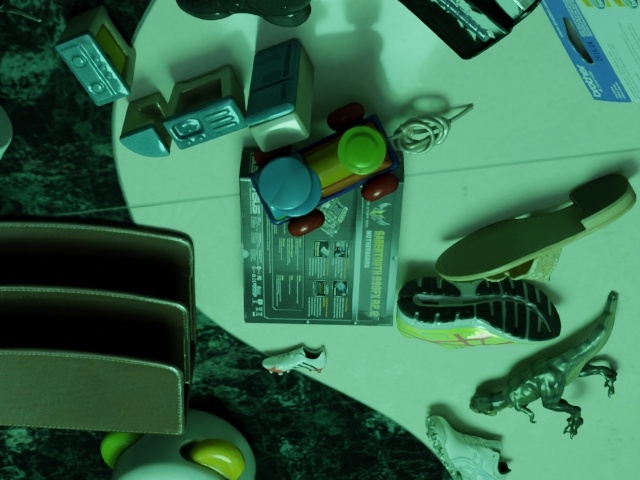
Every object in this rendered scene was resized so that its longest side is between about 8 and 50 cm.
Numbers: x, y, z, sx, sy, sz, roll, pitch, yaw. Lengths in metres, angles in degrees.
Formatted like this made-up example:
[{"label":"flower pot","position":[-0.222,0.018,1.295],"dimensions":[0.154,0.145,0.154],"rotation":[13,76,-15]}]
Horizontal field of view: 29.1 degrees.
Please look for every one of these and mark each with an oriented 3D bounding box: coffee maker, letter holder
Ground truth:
[{"label":"coffee maker","position":[0.101,-0.263,1.153],"dimensions":[0.178,0.120,0.171],"rotation":[36,158,-26]},{"label":"letter holder","position":[-0.305,0.100,1.465],"dimensions":[0.302,0.152,0.214],"rotation":[3,131,-1]}]

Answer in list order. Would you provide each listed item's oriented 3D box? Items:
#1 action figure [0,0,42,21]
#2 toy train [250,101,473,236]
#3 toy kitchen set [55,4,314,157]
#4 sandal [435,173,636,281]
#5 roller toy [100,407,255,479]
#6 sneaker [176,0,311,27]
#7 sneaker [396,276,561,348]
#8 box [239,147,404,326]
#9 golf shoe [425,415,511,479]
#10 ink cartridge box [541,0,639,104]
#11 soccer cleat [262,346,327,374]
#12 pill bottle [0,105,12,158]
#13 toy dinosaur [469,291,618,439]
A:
[{"label":"action figure","position":[-0.420,-0.212,1.196],"dimensions":[0.275,0.141,0.164],"rotation":[-20,125,-15]},{"label":"toy train","position":[0.048,-0.094,1.254],"dimensions":[0.248,0.143,0.105],"rotation":[-26,91,1]},{"label":"toy kitchen set","position":[-0.135,-0.166,1.231],"dimensions":[0.207,0.122,0.166],"rotation":[-18,129,17]},{"label":"sandal","position":[0.255,0.013,1.404],"dimensions":[0.240,0.088,0.079],"rotation":[-26,121,18]},{"label":"roller toy","position":[-0.186,0.338,1.664],"dimensions":[0.209,0.146,0.191],"rotation":[-8,123,12]},{"label":"sneaker","position":[-0.070,-0.245,1.163],"dimensions":[0.170,0.051,0.089],"rotation":[12,161,18]},{"label":"sneaker","position":[0.188,0.095,1.499],"dimensions":[0.208,0.081,0.094],"rotation":[9,149,-6]},{"label":"box","position":[0.000,0.000,1.423],"dimensions":[0.183,0.056,0.231],"rotation":[1,132,0]},{"label":"golf shoe","position":[0.203,0.285,1.687],"dimensions":[0.086,0.069,0.176],"rotation":[-31,130,2]},{"label":"ink cartridge box","position":[0.353,-0.201,1.144],"dimensions":[0.311,0.065,0.186],"rotation":[10,148,49]},{"label":"soccer cleat","position":[-0.033,0.152,1.586],"dimensions":[0.083,0.029,0.036],"rotation":[1,124,-3]},{"label":"pill bottle","position":[-0.425,-0.061,1.339],"dimensions":[0.121,0.121,0.221],"rotation":[27,128,-21]},{"label":"toy dinosaur","position":[0.312,0.180,1.578],"dimensions":[0.118,0.064,0.268],"rotation":[37,121,-19]}]
